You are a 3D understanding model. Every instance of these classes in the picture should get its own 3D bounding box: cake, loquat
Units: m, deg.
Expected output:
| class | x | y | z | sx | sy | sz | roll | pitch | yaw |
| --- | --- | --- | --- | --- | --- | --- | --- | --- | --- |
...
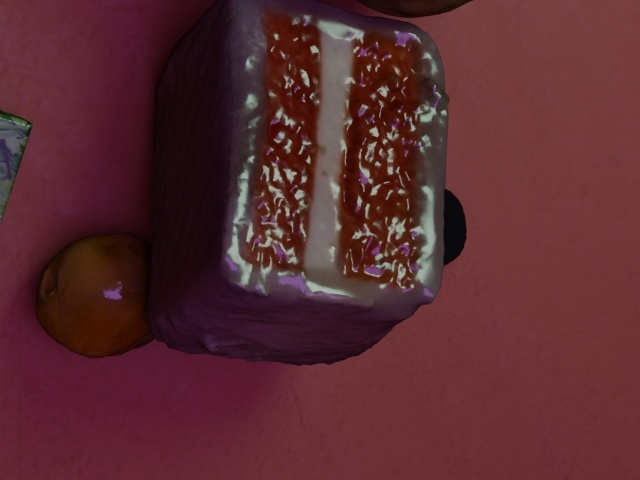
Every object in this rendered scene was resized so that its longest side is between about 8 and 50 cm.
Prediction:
| class | x | y | z | sx | sy | sz | roll | pitch | yaw |
| --- | --- | --- | --- | --- | --- | --- | --- | --- | --- |
| cake | -0.027 | -0.049 | 1.701 | 0.237 | 0.230 | 0.308 | 9 | 71 | -20 |
| loquat | -0.205 | 0.053 | 1.772 | 0.137 | 0.113 | 0.137 | -20 | 138 | -19 |

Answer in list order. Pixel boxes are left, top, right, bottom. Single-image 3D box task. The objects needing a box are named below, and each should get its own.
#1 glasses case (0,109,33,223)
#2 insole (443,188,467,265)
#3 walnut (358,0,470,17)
| class | x | y | z | sx | sy | sz | roll | pitch | yaw |
| --- | --- | --- | --- | --- | --- | --- | --- | --- | --- |
| glasses case | -0.361 | 0.001 | 1.728 | 0.095 | 0.062 | 0.272 | 17 | 95 | -28 |
| insole | 0.000 | 0.000 | 1.848 | 0.348 | 0.009 | 0.119 | -8 | 91 | -29 |
| walnut | 0.077 | -0.359 | 1.598 | 0.344 | 0.306 | 0.306 | 23 | 93 | -55 |
